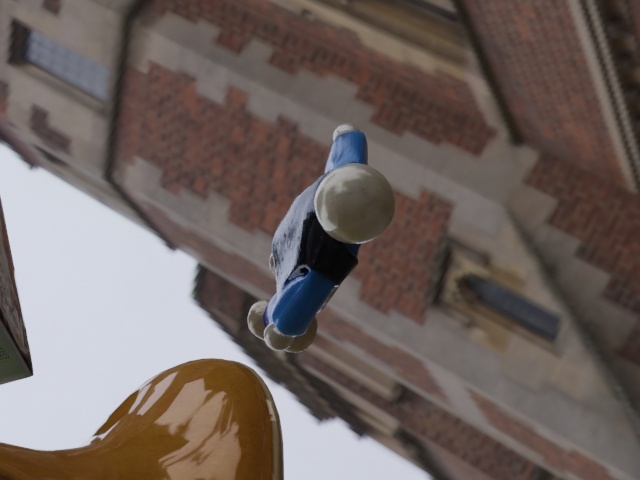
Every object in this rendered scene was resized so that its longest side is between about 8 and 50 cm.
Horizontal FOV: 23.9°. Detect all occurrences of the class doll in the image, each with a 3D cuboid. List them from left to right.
[{"bbox_3d":[0.000,0.000,0.769,0.189,0.046,0.129,122,168,-72],"label":"doll"}]

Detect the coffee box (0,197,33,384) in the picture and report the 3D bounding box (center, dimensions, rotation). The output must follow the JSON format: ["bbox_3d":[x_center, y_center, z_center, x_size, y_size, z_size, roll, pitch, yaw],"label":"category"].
[{"bbox_3d":[-0.276,-0.029,0.921,0.119,0.168,0.297,-15,-28,-4],"label":"coffee box"}]

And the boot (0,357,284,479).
[{"bbox_3d":[-0.123,0.085,0.497,0.211,0.104,0.295,53,-145,-26],"label":"boot"}]
